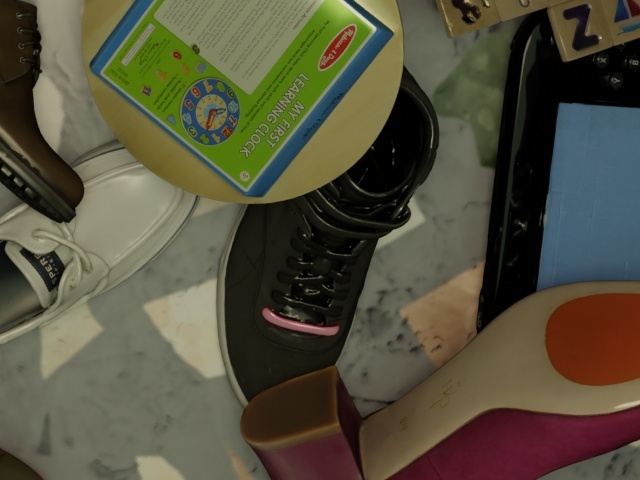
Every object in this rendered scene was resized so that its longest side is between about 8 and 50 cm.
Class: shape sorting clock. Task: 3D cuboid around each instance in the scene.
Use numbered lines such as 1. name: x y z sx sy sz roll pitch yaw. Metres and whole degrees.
1. shape sorting clock: -0.049 -0.122 1.188 0.206 0.040 0.206 3 107 11

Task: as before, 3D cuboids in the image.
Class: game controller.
1. game controller: 0.202 -0.012 1.362 0.166 0.067 0.319 4 100 -9

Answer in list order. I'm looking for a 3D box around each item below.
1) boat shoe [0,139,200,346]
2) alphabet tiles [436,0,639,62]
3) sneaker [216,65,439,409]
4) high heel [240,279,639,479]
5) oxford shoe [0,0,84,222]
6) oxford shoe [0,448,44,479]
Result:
1. boat shoe: -0.190 0.018 1.302 0.258 0.084 0.095 -36 103 0
2. alphabet tiles: 0.171 -0.227 1.299 0.237 0.009 0.198 -20 94 -21
3. sneaker: 0.000 0.000 1.295 0.105 0.147 0.295 13 99 -12
4. high heel: 0.143 0.140 1.313 0.377 0.127 0.181 -11 132 20
5. oxford shoe: -0.217 -0.115 1.255 0.096 0.083 0.227 -34 85 -9
6. oxford shoe: -0.390 0.170 1.278 0.397 0.140 0.146 22 104 -9
